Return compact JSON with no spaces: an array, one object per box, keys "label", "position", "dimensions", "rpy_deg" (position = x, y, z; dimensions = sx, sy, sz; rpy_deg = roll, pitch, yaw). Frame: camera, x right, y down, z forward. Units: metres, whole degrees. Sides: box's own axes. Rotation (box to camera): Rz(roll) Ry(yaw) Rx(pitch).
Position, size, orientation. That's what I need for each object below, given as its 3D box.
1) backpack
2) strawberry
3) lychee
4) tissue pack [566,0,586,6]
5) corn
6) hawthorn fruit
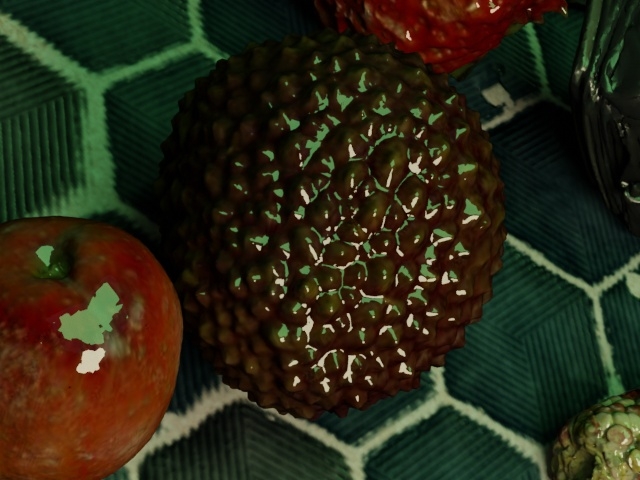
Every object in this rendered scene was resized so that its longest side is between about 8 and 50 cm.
[{"label":"backpack","position":[0.286,-0.109,1.375],"dimensions":[0.133,0.258,0.206],"rpy_deg":[9,58,18]},{"label":"strawberry","position":[0.085,-0.277,1.295],"dimensions":[0.277,0.257,0.257],"rpy_deg":[49,43,-31]},{"label":"lychee","position":[0.000,0.000,1.087],"dimensions":[0.271,0.271,0.271],"rpy_deg":[16,55,-25]},{"label":"tissue pack","position":[0.199,-0.286,1.512],"dimensions":[0.155,0.065,0.115],"rpy_deg":[8,58,-30]},{"label":"corn","position":[0.295,0.152,1.297],"dimensions":[0.280,0.092,0.092],"rpy_deg":[-9,68,-39]},{"label":"hawthorn fruit","position":[-0.163,0.066,0.993],"dimensions":[0.173,0.173,0.173],"rpy_deg":[16,55,-25]}]
